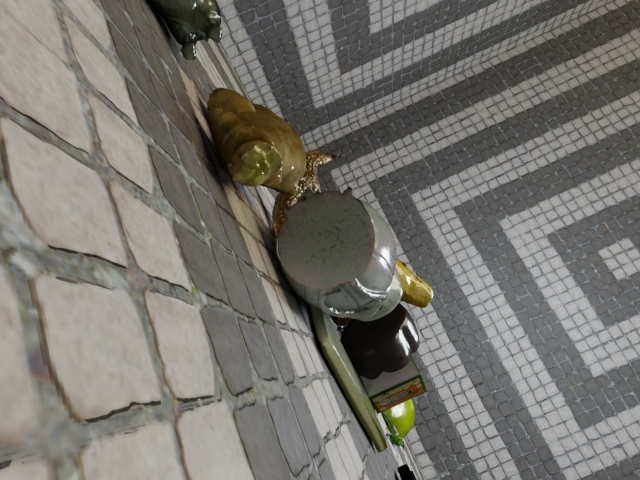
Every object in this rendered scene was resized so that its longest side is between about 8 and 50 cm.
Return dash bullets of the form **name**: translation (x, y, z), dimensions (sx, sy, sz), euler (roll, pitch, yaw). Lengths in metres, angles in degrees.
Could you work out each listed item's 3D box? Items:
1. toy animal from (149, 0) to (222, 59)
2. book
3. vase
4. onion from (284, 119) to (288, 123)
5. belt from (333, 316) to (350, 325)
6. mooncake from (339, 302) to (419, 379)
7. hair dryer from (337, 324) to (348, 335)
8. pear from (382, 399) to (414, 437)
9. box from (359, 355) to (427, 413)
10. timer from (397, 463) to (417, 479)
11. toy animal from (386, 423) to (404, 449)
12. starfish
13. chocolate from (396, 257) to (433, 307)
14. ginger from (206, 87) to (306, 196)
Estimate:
- **toy animal**: translation (-0.279, -0.484, 0.681), dimensions (0.343, 0.106, 0.168), euler (60, 5, -36)
- **book**: translation (0.058, 0.301, 0.993), dimensions (0.352, 0.035, 0.239), euler (64, 0, -24)
- **vase**: translation (0.068, 0.064, 0.932), dimensions (0.249, 0.250, 0.445), euler (66, 8, 23)
- **onion**: translation (-0.132, -0.247, 1.137), dimensions (0.159, 0.160, 0.195), euler (65, -9, -14)
- **belt**: translation (0.135, 0.206, 1.477), dimensions (0.338, 0.217, 0.122), euler (88, -19, -66)
- **mooncake**: translation (0.176, 0.295, 1.240), dimensions (0.133, 0.245, 0.245), euler (61, 2, -11)
- **hair dryer**: translation (0.095, 0.335, 1.474), dimensions (0.106, 0.054, 0.154), euler (61, 3, 35)
- **pear**: translation (0.314, 0.700, 1.741), dimensions (0.287, 0.139, 0.239), euler (64, 10, 4)
- **box**: translation (0.240, 0.467, 1.452), dimensions (0.177, 0.195, 0.148), euler (-114, 179, -47)
- **timer**: translation (0.250, 0.689, 1.094), dimensions (0.187, 0.055, 0.144), euler (74, -6, -75)
- **toy animal**: translation (0.266, 0.707, 1.520), dimensions (0.217, 0.041, 0.075), euler (57, 8, -45)
- **starfish**: translation (-0.064, -0.100, 0.997), dimensions (0.302, 0.084, 0.293), euler (6, 77, -44)
- **chocolate**: translation (0.148, 0.083, 1.268), dimensions (0.446, 0.162, 0.162), euler (27, 15, -18)
- **ginger**: translation (-0.113, -0.198, 0.765), dimensions (0.375, 0.166, 0.236), euler (155, -82, -87)
